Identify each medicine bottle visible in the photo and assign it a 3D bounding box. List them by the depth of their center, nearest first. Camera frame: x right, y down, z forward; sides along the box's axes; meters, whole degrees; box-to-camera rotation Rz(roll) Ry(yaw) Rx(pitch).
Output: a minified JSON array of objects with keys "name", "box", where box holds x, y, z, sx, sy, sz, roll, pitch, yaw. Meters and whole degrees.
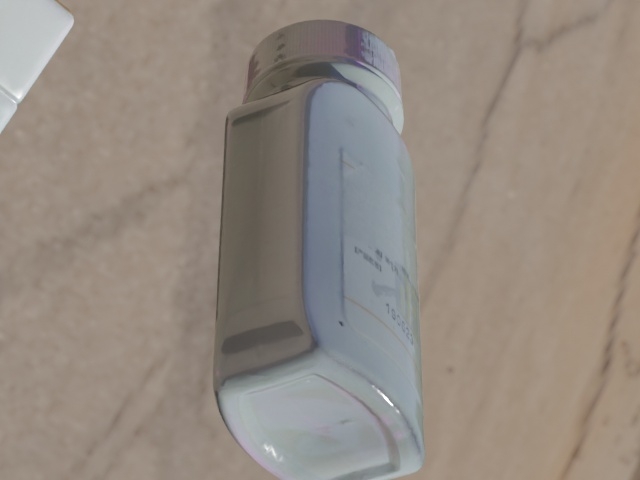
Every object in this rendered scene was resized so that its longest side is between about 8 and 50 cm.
[{"name":"medicine bottle","box":[0.000,0.000,1.236,0.161,0.111,0.296,51,30,-43]}]

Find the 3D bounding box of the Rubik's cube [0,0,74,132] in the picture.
[{"name":"Rubik's cube","box":[-0.452,-0.181,1.736,0.291,0.292,0.290,39,78,-38]}]
